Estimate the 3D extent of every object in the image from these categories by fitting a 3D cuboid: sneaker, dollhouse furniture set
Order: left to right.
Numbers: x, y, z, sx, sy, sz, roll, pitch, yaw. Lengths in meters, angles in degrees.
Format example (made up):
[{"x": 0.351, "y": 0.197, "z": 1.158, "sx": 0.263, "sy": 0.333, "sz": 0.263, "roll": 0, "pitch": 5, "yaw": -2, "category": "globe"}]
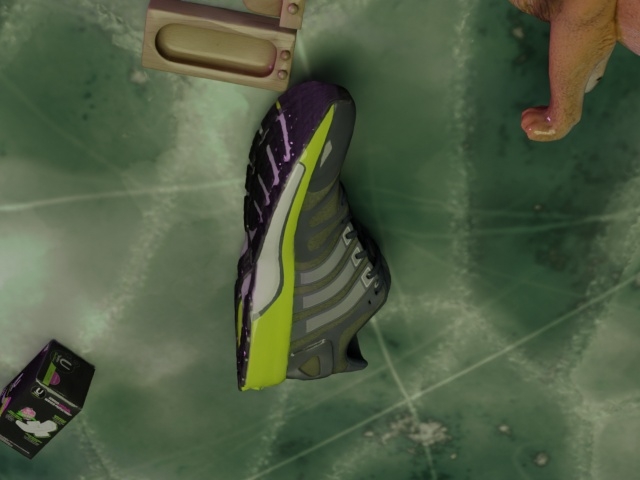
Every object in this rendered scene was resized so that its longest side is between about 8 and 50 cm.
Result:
[{"x": -0.084, "y": -0.168, "z": 0.918, "sx": 0.144, "sy": 0.123, "sz": 0.151, "roll": 10, "pitch": 123, "yaw": -4, "category": "dollhouse furniture set"}, {"x": 0.000, "y": 0.000, "z": 1.045, "sx": 0.121, "sy": 0.111, "sz": 0.300, "roll": 0, "pitch": 132, "yaw": -13, "category": "sneaker"}]

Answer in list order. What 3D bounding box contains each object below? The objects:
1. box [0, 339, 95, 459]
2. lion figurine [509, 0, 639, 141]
[{"x": -0.253, "y": 0.144, "z": 1.162, "sx": 0.052, "sy": 0.062, "sz": 0.083, "roll": 38, "pitch": 117, "yaw": -19, "category": "box"}, {"x": 0.254, "y": -0.147, "z": 0.850, "sx": 0.392, "sy": 0.142, "sz": 0.240, "roll": 26, "pitch": 135, "yaw": 20, "category": "lion figurine"}]
